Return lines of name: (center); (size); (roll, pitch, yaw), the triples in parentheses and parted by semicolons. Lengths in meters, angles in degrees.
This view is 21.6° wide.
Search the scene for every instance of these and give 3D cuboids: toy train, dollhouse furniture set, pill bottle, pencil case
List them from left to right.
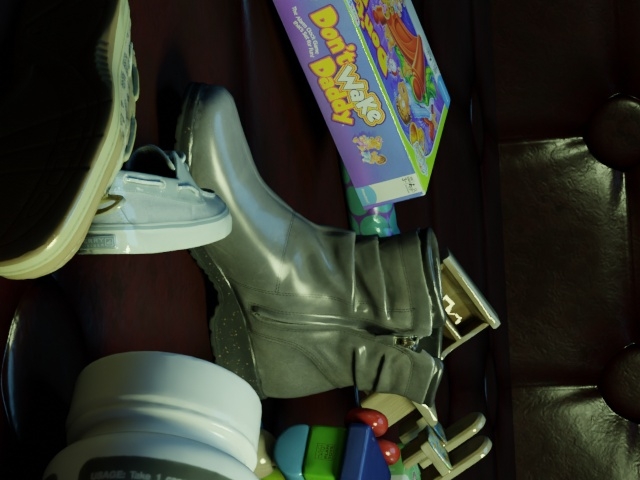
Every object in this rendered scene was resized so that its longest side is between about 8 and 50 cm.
pill bottle: (-0.119, 0.230, 1.131); (0.161, 0.161, 0.283); (66, 25, -53)
toy train: (0.003, 0.243, 1.660); (0.248, 0.143, 0.105); (68, 30, -63)
pencil case: (0.061, -0.070, 2.098); (0.070, 0.064, 0.152); (-41, 127, -58)
dollhouse furniture set: (0.119, 0.126, 1.925); (0.212, 0.161, 0.242); (52, 9, -13)

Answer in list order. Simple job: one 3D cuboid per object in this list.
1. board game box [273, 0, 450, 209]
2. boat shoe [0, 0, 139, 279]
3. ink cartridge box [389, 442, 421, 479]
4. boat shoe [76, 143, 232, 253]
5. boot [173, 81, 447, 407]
board game box: (0.040, -0.243, 1.910); (0.233, 0.078, 0.347); (-71, 142, -55)
boat shoe: (-0.167, -0.072, 1.140); (0.285, 0.104, 0.089); (-81, 158, -43)
ink cartridge box: (0.071, 0.367, 1.963); (0.154, 0.093, 0.212); (70, 20, -45)
boat shoe: (-0.128, -0.036, 1.329); (0.227, 0.079, 0.081); (-17, 107, -72)
boot: (0.000, 0.000, 1.527); (0.118, 0.222, 0.338); (-72, 154, -54)
